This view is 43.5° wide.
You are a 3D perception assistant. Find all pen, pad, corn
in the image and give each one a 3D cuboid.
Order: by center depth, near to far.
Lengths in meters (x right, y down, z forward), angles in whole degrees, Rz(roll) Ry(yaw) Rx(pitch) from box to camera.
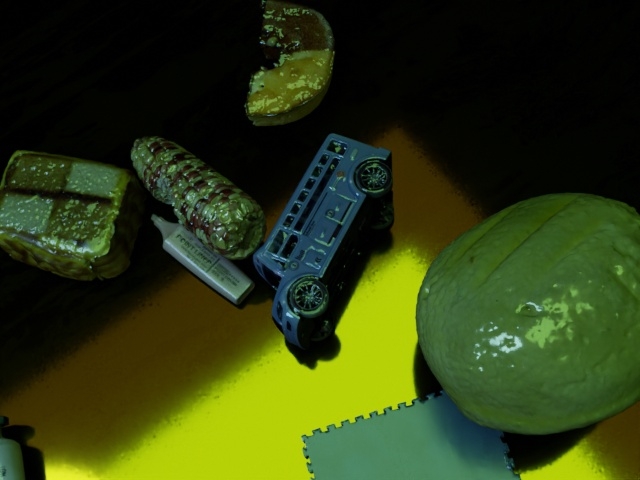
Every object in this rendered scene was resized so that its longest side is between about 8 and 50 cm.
[{"bbox_3d":[0.131,0.340,1.035,0.269,0.012,0.270,-15,66,0],"label":"pad"},{"bbox_3d":[-0.187,-0.070,1.169,0.098,0.098,0.290,-45,52,-13],"label":"corn"},{"bbox_3d":[-0.182,0.019,1.191,0.197,0.032,0.053,37,76,17],"label":"pen"}]

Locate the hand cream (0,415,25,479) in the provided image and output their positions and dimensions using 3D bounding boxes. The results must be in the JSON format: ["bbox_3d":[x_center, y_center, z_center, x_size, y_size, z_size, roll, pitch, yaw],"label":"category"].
[{"bbox_3d":[-0.427,0.401,1.045,0.121,0.076,0.336,-12,73,6],"label":"hand cream"}]

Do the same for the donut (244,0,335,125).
[{"bbox_3d":[-0.045,-0.270,1.269,0.141,0.085,0.217,8,69,9],"label":"donut"}]

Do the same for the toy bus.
[{"bbox_3d":[0.000,0.000,1.129,0.133,0.125,0.292,24,71,16],"label":"toy bus"}]

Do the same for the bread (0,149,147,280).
[{"bbox_3d":[-0.383,-0.040,1.204,0.222,0.096,0.181,11,66,11],"label":"bread"}]

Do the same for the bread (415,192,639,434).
[{"bbox_3d":[0.273,0.083,0.973,0.320,0.320,0.237,-35,99,-9],"label":"bread"}]
